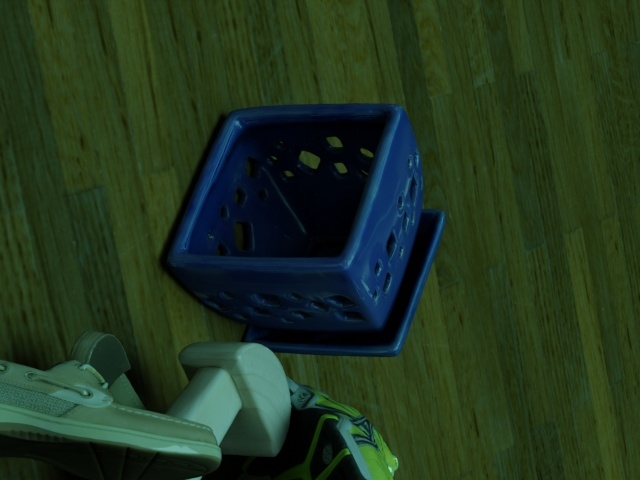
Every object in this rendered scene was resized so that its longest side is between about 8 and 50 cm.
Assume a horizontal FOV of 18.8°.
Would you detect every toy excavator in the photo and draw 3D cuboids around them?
[{"bbox_3d":[-0.156,0.347,1.865,0.433,0.222,0.445,-16,104,-56],"label":"toy excavator"}]

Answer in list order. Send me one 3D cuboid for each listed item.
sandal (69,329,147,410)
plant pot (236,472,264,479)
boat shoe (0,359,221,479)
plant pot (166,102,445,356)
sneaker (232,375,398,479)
[{"bbox_3d":[-0.227,0.180,1.941,0.088,0.079,0.240,-50,142,-40],"label":"sandal"},{"bbox_3d":[0.003,0.401,2.116,0.284,0.284,0.191,5,112,-55],"label":"plant pot"},{"bbox_3d":[-0.237,0.155,1.796,0.109,0.302,0.098,111,-12,-63],"label":"boat shoe"},{"bbox_3d":[0.000,0.000,2.176,0.212,0.236,0.236,57,43,-43],"label":"plant pot"},{"bbox_3d":[0.026,0.242,2.047,0.147,0.385,0.145,16,105,-23],"label":"sneaker"}]
